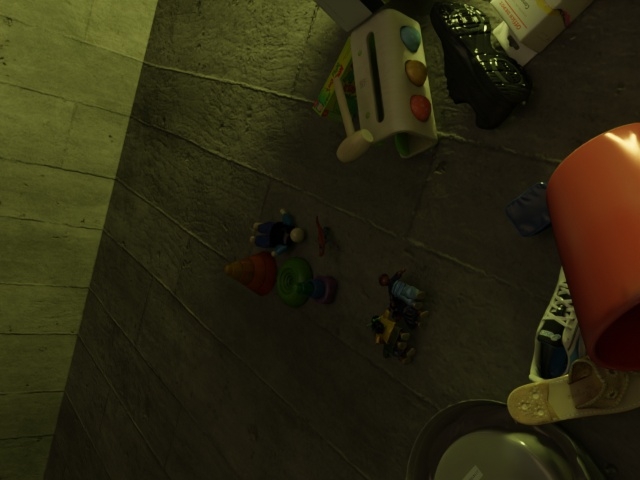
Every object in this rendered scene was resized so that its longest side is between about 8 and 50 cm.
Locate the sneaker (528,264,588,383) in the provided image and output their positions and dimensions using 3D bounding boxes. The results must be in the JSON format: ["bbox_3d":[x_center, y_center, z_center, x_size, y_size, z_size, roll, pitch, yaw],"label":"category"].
[{"bbox_3d":[0.381,0.121,0.899,0.085,0.086,0.237,15,94,51],"label":"sneaker"}]

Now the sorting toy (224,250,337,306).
[{"bbox_3d":[-0.121,0.095,1.454,0.365,0.126,0.127,10,90,50],"label":"sorting toy"}]

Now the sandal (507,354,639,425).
[{"bbox_3d":[0.378,0.203,0.815,0.239,0.079,0.088,-24,65,14],"label":"sandal"}]

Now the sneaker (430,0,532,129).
[{"bbox_3d":[0.269,-0.328,1.086,0.130,0.108,0.286,115,141,-54],"label":"sneaker"}]

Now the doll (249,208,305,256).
[{"bbox_3d":[-0.110,-0.020,1.520,0.189,0.046,0.129,5,77,49],"label":"doll"}]

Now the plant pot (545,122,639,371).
[{"bbox_3d":[0.429,-0.002,0.747,0.275,0.274,0.243,-43,43,36],"label":"plant pot"}]

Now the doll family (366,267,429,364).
[{"bbox_3d":[0.150,0.150,1.175,0.111,0.076,0.193,33,103,51],"label":"doll family"}]

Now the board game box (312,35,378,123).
[{"bbox_3d":[0.066,-0.363,1.342,0.043,0.092,0.181,52,122,41],"label":"board game box"}]

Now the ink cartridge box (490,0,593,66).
[{"bbox_3d":[0.378,-0.412,1.008,0.198,0.067,0.115,-46,52,35],"label":"ink cartridge box"}]

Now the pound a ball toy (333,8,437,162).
[{"bbox_3d":[0.133,-0.304,1.167,0.135,0.208,0.320,-23,66,45],"label":"pound a ball toy"}]

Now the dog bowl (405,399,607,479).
[{"bbox_3d":[0.298,0.428,0.927,0.348,0.102,0.349,-12,74,47],"label":"dog bowl"}]

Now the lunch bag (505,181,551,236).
[{"bbox_3d":[0.361,-0.050,0.969,0.098,0.065,0.067,-40,71,36],"label":"lunch bag"}]

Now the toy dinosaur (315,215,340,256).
[{"bbox_3d":[0.000,0.000,1.372,0.047,0.090,0.082,-39,11,26],"label":"toy dinosaur"}]

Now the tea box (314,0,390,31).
[{"bbox_3d":[0.121,-0.661,1.155,0.323,0.220,0.329,-22,43,44],"label":"tea box"}]
